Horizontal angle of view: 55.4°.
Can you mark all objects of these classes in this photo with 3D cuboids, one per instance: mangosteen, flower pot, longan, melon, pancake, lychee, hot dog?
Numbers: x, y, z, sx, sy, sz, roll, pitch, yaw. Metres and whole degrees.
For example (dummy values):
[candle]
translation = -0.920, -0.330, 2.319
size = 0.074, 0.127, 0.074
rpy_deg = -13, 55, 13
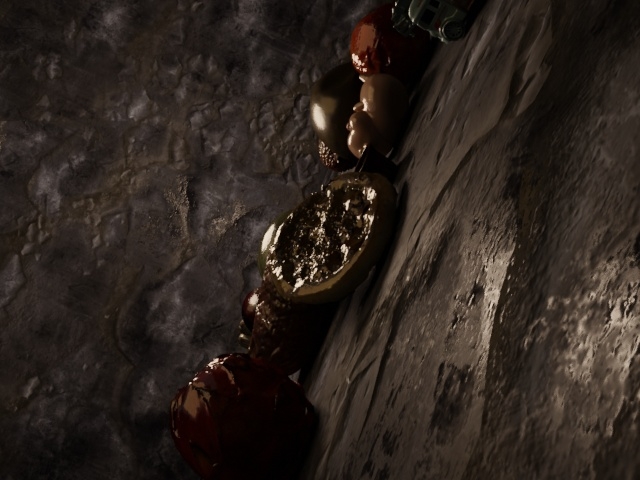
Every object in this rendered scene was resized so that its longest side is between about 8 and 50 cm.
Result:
[mangosteen]
translation = -0.198, 0.276, 2.378
size = 0.216, 0.216, 0.216
rpy_deg = -157, 90, -84
[flower pot]
translation = 0.141, -0.179, 1.537
size = 0.111, 0.089, 0.111
rpy_deg = -158, 90, -83
[longan]
translation = 0.097, -0.415, 1.950
size = 0.350, 0.289, 0.288
rpy_deg = -78, 12, -50
[melon]
translation = -0.090, 0.044, 2.056
size = 0.237, 0.238, 0.301
rpy_deg = 126, 161, -66
[pancake]
translation = 0.020, -0.015, 1.401
size = 0.382, 0.071, 0.382
rpy_deg = -32, 36, 27
[lychee]
translation = 0.080, -0.351, 2.291
size = 0.238, 0.200, 0.200
rpy_deg = -70, 5, -58
[hot dog]
translation = -0.083, 0.183, 1.639
size = 0.267, 0.175, 0.387
rpy_deg = -137, 58, -72

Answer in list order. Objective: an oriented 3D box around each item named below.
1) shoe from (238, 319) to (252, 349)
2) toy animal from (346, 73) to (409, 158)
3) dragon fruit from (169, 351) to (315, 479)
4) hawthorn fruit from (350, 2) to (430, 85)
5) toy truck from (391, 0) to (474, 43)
[shoe]
translation = -0.279, 0.375, 2.839
size = 0.351, 0.172, 0.198
rpy_deg = -56, 9, 54
[toy animal]
translation = 0.159, -0.335, 1.692
size = 0.167, 0.154, 0.250
rpy_deg = 9, -82, -52
[dragon fruit]
translation = -0.164, 0.387, 1.304
size = 0.295, 0.302, 0.295
rpy_deg = -47, -2, -2
[hawthorn fruit]
translation = 0.220, -0.585, 1.773
size = 0.271, 0.242, 0.241
rpy_deg = 130, 162, -61
[toy truck]
translation = 0.284, -0.588, 1.340
size = 0.338, 0.185, 0.132
rpy_deg = 121, 171, -54
